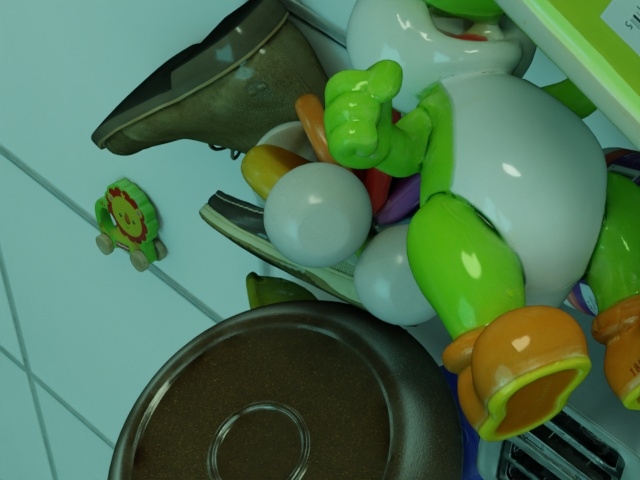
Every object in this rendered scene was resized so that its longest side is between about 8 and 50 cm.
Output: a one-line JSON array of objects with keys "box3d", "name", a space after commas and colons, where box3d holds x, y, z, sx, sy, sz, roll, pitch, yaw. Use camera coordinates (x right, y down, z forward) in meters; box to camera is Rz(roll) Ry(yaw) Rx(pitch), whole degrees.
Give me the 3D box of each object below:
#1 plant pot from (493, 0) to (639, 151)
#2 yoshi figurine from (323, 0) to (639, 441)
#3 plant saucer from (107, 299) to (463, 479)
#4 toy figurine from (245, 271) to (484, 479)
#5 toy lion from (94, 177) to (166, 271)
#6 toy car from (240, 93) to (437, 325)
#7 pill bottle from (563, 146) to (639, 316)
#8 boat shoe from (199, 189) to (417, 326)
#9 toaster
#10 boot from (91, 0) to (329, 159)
[{"box3d": [0.208, -0.149, 0.671, 0.227, 0.207, 0.228, 48, 151, 7], "name": "plant pot"}, {"box3d": [0.105, -0.089, 0.873, 0.203, 0.203, 0.362, 27, -143, -54], "name": "yoshi figurine"}, {"box3d": [-0.042, 0.175, 1.244, 0.310, 0.310, 0.050, 29, 164, 35], "name": "plant saucer"}, {"box3d": [0.078, 0.167, 1.333, 0.191, 0.217, 0.362, 46, -154, -52], "name": "toy figurine"}, {"box3d": [-0.200, -0.022, 1.614, 0.100, 0.034, 0.096, 21, 133, 44], "name": "toy lion"}, {"box3d": [0.040, -0.038, 1.130, 0.182, 0.136, 0.159, 34, -168, -20], "name": "toy car"}, {"box3d": [0.237, 0.014, 0.925, 0.193, 0.108, 0.108, 20, 139, 45], "name": "pill bottle"}, {"box3d": [0.000, 0.000, 1.297, 0.223, 0.073, 0.080, 26, 178, 31], "name": "boat shoe"}, {"box3d": [0.203, 0.133, 1.115, 0.185, 0.110, 0.168, 37, 150, 25], "name": "toaster"}, {"box3d": [-0.093, -0.102, 1.289, 0.115, 0.112, 0.305, 47, 152, -15], "name": "boot"}]
